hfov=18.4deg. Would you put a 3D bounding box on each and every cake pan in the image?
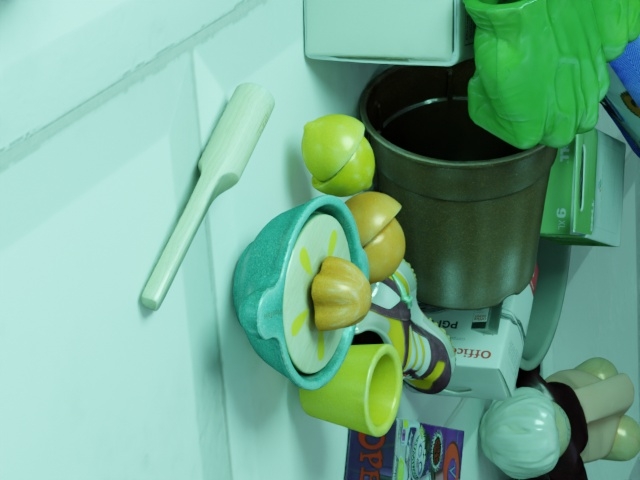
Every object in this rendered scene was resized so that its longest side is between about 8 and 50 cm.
[{"bbox_3d":[0.194,-0.018,1.965,0.293,0.054,0.293,3,90,-70],"label":"cake pan"}]

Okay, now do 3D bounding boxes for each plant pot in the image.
[{"bbox_3d":[0.118,-0.043,1.618,0.167,0.167,0.165,-62,156,-48],"label":"plant pot"}]

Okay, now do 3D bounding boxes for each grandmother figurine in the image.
[{"bbox_3d":[0.251,0.185,2.068,0.208,0.104,0.342,61,19,9],"label":"grandmother figurine"}]

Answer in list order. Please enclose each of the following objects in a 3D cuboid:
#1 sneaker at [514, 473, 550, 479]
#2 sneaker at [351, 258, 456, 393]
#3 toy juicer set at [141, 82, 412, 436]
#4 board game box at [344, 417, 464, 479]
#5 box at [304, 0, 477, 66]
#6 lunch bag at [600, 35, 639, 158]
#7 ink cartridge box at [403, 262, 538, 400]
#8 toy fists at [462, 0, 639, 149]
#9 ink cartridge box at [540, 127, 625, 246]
[{"bbox_3d":[0.225,0.261,2.117,0.065,0.061,0.158,68,17,10],"label":"sneaker"},{"bbox_3d":[0.053,0.088,1.593,0.084,0.069,0.185,-65,146,-27],"label":"sneaker"},{"bbox_3d":[0.000,0.000,1.366,0.329,0.089,0.209,42,58,-60],"label":"toy juicer set"},{"bbox_3d":[0.061,0.325,1.669,0.208,0.056,0.347,25,69,-73],"label":"board game box"},{"bbox_3d":[0.096,-0.224,1.566,0.311,0.121,0.148,-24,116,-68],"label":"box"},{"bbox_3d":[0.336,-0.250,1.948,0.328,0.239,0.385,49,35,-29],"label":"lunch bag"},{"bbox_3d":[0.129,0.065,1.733,0.056,0.099,0.135,65,34,-53],"label":"ink cartridge box"},{"bbox_3d":[0.179,-0.176,1.492,0.279,0.096,0.142,-60,138,-48],"label":"toy fists"},{"bbox_3d":[0.245,-0.054,1.927,0.209,0.062,0.109,10,83,-69],"label":"ink cartridge box"}]
